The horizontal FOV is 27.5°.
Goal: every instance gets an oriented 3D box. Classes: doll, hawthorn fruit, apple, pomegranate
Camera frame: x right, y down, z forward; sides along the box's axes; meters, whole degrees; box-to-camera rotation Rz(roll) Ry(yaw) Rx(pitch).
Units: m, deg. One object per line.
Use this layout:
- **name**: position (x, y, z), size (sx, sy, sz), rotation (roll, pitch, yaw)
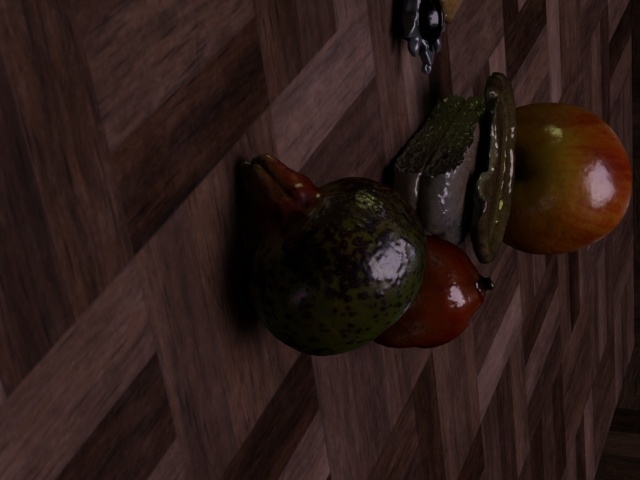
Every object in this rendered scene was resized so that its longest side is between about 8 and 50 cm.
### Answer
- **doll**: position (0.146, -0.337, 1.885), size (0.096, 0.070, 0.195), rotation (-18, 105, -50)
- **hawthorn fruit**: position (0.145, 0.069, 1.811), size (0.169, 0.188, 0.169), rotation (-7, 90, -69)
- **apple**: position (0.395, -0.111, 2.275), size (0.233, 0.286, 0.286), rotation (2, 93, -51)
- **pomegranate**: position (0.000, 0.000, 1.467), size (0.248, 0.214, 0.214), rotation (52, 36, -11)

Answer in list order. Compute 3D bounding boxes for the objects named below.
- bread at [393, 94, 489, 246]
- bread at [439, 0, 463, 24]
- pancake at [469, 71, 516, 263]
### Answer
- **bread**: position (0.195, -0.095, 2.021), size (0.337, 0.102, 0.183), rotation (-54, 147, -56)
- **bread**: position (0.183, -0.382, 1.982), size (0.115, 0.056, 0.082), rotation (-65, 147, -30)
- **pancake**: position (0.271, -0.115, 2.037), size (0.288, 0.033, 0.286), rotation (-66, 156, -48)
